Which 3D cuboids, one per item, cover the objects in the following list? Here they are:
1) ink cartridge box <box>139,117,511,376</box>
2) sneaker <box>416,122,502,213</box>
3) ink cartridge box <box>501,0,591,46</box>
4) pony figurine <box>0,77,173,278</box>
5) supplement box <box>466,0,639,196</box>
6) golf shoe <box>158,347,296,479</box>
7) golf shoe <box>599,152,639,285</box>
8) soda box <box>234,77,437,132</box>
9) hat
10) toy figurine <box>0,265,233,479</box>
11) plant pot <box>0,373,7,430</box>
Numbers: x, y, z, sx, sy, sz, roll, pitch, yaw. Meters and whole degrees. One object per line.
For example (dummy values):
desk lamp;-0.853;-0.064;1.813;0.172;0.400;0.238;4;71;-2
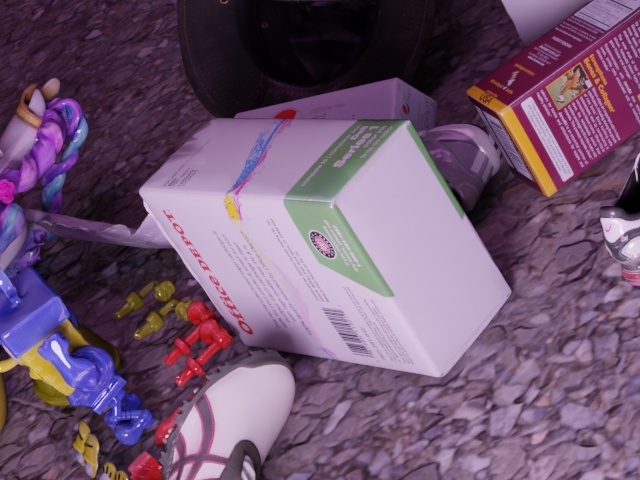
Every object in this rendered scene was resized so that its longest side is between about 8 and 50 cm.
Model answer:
ink cartridge box;0.000;0.000;1.733;0.278;0.201;0.117;5;46;50
sneaker;0.055;-0.039;1.867;0.228;0.086;0.132;-12;37;32
ink cartridge box;0.276;-0.418;2.026;0.160;0.279;0.385;-13;35;30
pony figurine;-0.355;-0.021;2.111;0.363;0.303;0.351;-55;23;-7
supplement box;0.245;-0.143;1.808;0.188;0.104;0.081;-36;28;-6
golf shoe;-0.087;0.214;1.624;0.120;0.105;0.273;20;63;38
golf shoe;0.302;-0.050;1.627;0.067;0.086;0.186;5;45;51
soda box;0.011;-0.106;2.001;0.216;0.074;0.069;-10;66;37
hat;-0.003;-0.258;2.158;0.331;0.331;0.134;-25;-11;15
toy figurine;-0.227;0.072;1.816;0.191;0.217;0.362;-44;27;-3
plant pot;-0.369;0.160;1.966;0.134;0.095;0.134;-20;38;16
